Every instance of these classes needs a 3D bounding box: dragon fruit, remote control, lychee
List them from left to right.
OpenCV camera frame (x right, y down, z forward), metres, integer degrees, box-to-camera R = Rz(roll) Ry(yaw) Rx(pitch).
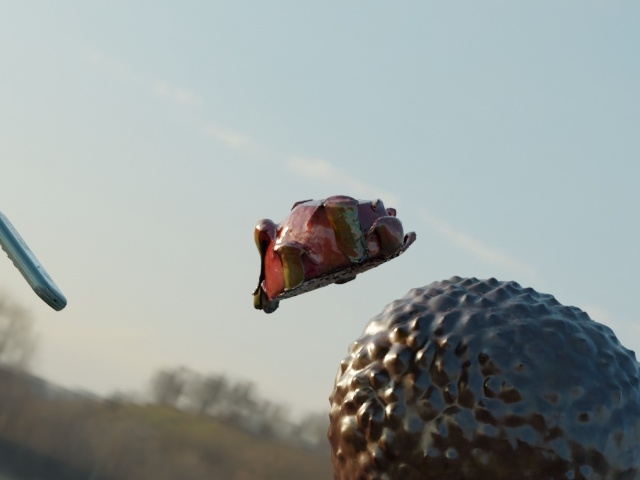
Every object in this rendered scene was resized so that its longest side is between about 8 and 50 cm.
[{"bbox_3d":[-0.267,0.012,1.663,0.124,0.018,0.053,50,-2,28],"label":"remote control"},{"bbox_3d":[0.005,-0.002,1.334,0.112,0.068,0.126,-18,-7,-26],"label":"dragon fruit"},{"bbox_3d":[0.136,0.147,1.438,0.261,0.260,0.260,21,-10,4],"label":"lychee"}]
